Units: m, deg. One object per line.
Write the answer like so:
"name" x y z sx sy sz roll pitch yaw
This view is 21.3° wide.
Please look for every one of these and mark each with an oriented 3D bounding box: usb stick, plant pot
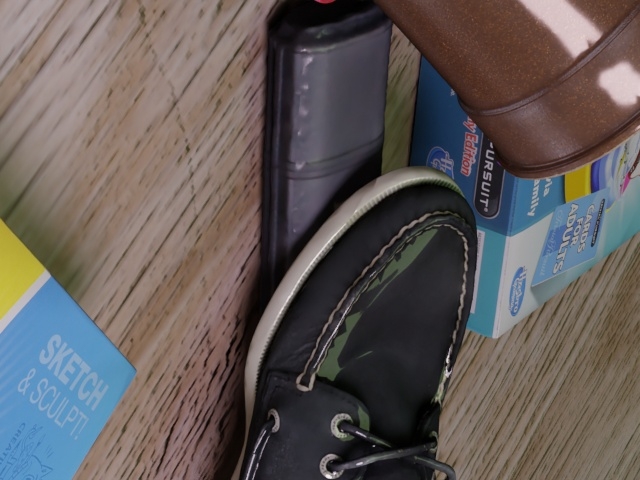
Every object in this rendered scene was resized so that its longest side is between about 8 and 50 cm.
"usb stick" 0.000 0.000 0.916 0.077 0.045 0.278 -30 134 -42
"plant pot" 0.093 -0.145 0.820 0.165 0.167 0.167 41 70 -21

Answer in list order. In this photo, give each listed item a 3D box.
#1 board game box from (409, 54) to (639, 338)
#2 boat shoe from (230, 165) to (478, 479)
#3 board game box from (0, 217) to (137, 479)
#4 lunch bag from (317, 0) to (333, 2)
"board game box" 0.183 -0.119 1.103 0.336 0.079 0.254 -30 134 -47
"boat shoe" 0.012 0.130 0.895 0.127 0.113 0.340 17 107 -39
"board game box" -0.191 0.083 0.586 0.242 0.064 0.316 -60 160 -14
"lunch bag" -0.025 -0.255 0.630 0.258 0.120 0.293 -64 150 -8
